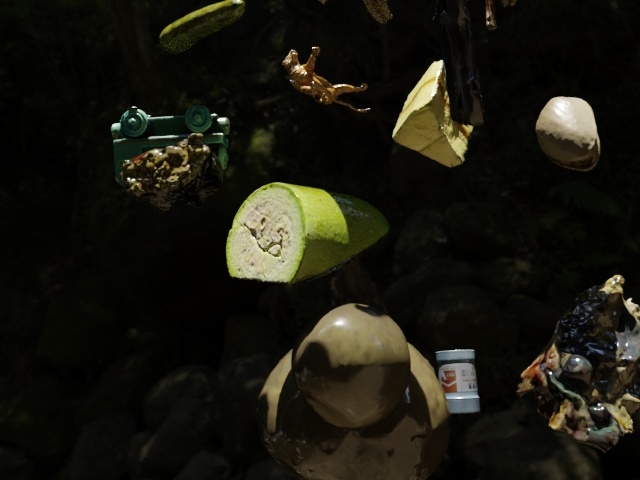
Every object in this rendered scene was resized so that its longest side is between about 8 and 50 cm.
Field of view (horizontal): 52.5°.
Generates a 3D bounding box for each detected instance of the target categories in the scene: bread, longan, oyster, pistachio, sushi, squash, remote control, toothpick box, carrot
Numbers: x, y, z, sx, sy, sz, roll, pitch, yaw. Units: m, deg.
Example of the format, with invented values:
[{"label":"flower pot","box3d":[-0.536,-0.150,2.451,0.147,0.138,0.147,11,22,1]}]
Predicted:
[{"label":"bread","box3d":[0.391,-0.389,2.001,0.198,0.236,0.263,-50,13,50]},{"label":"longan","box3d":[0.056,0.232,1.219,0.246,0.246,0.215,-19,3,-31]},{"label":"oyster","box3d":[0.555,0.226,1.273,0.361,0.221,0.096,-50,-27,-17]},{"label":"pistachio","box3d":[0.507,-0.218,1.321,0.124,0.185,0.124,-10,-41,-9]},{"label":"sushi","box3d":[-0.323,-0.134,1.407,0.212,0.147,0.115,-11,-15,13]},{"label":"squash","box3d":[0.000,0.000,1.346,0.233,0.210,0.309,0,-9,44]},{"label":"remote control","box3d":[0.255,-0.416,1.258,0.062,0.399,0.144,-11,13,5]},{"label":"longan","box3d":[0.082,0.395,1.514,0.404,0.436,0.404,-60,3,5]},{"label":"toothpick box","box3d":[0.345,0.357,1.636,0.101,0.153,0.101,-3,-13,-1]},{"label":"carrot","box3d":[-0.290,-0.524,1.578,0.074,0.074,0.358,-18,11,-39]}]

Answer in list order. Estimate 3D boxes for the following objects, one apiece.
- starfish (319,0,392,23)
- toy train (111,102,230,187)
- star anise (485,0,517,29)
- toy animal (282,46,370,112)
[{"label":"starfish","box3d":[0.118,-0.729,1.681,0.312,0.303,0.113,-48,-20,22]},{"label":"toy train","box3d":[-0.376,-0.237,1.643,0.298,0.194,0.120,-4,-2,1]},{"label":"star anise","box3d":[0.522,-0.726,1.701,0.349,0.109,0.292,-57,7,23]},{"label":"toy animal","box3d":[0.018,-0.380,1.653,0.255,0.114,0.116,31,-16,-26]}]
